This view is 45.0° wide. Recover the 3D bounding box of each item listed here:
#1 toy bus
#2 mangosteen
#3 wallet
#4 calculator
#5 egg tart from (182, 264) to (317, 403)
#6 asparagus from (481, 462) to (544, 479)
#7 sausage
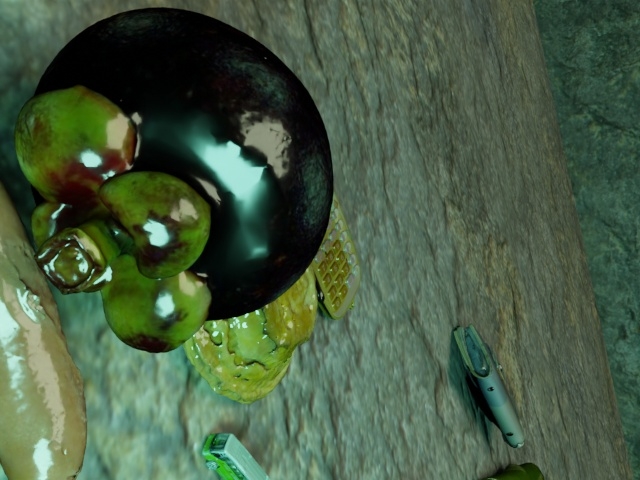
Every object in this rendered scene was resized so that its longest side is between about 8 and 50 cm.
[{"bbox_3d":[-0.089,0.237,0.811,0.083,0.037,0.031,58,32,-27],"label":"toy bus"},{"bbox_3d":[-0.129,-0.045,0.636,0.275,0.275,0.302,65,28,-17],"label":"mangosteen"},{"bbox_3d":[0.326,0.279,1.497,0.170,0.069,0.231,-95,159,-54],"label":"wallet"},{"bbox_3d":[0.000,0.000,1.088,0.237,0.033,0.157,66,29,-21],"label":"calculator"},{"bbox_3d":[-0.071,0.061,0.861,0.241,0.105,0.241,35,50,-55],"label":"egg tart"},{"bbox_3d":[0.372,0.473,1.497,0.277,0.060,0.067,11,78,-58],"label":"asparagus"},{"bbox_3d":[-0.248,0.038,0.580,0.087,0.079,0.327,-46,119,-70],"label":"sausage"}]
